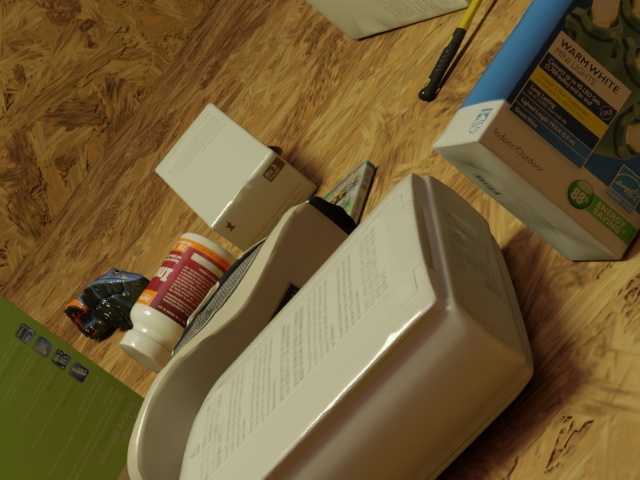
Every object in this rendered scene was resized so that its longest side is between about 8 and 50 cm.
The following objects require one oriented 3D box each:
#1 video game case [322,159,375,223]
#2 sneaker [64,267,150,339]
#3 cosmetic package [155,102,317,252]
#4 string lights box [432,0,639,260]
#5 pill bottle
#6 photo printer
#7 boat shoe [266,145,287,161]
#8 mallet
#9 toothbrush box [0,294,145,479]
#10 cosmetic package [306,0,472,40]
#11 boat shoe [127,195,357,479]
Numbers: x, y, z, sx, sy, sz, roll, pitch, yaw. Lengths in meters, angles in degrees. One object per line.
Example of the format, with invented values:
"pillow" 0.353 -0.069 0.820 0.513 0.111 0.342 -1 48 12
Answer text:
"video game case" 0.000 0.000 1.553 0.119 0.015 0.166 -41 20 37
"sneaker" -0.286 0.072 2.088 0.087 0.083 0.221 -51 17 -28
"cosmetic package" -0.105 -0.073 1.799 0.117 0.085 0.231 -51 31 2
"string lights box" 0.207 -0.129 1.033 0.260 0.133 0.077 -56 16 -12
"pill bottle" -0.162 0.073 1.714 0.152 0.086 0.086 -58 17 -19
"photo printer" 0.010 0.120 1.093 0.307 0.107 0.256 -48 16 17
"boat shoe" -0.086 -0.081 1.914 0.135 0.045 0.050 -20 35 43
"mallet" 0.157 -0.230 1.591 0.062 0.039 0.190 -18 42 59
"toothbrush box" -0.288 0.205 1.417 0.122 0.283 0.206 -34 24 50
"cosmetic package" 0.108 -0.389 1.851 0.217 0.156 0.385 -54 15 -9
"boat shoe" -0.079 0.120 1.356 0.340 0.127 0.158 -54 7 -35
